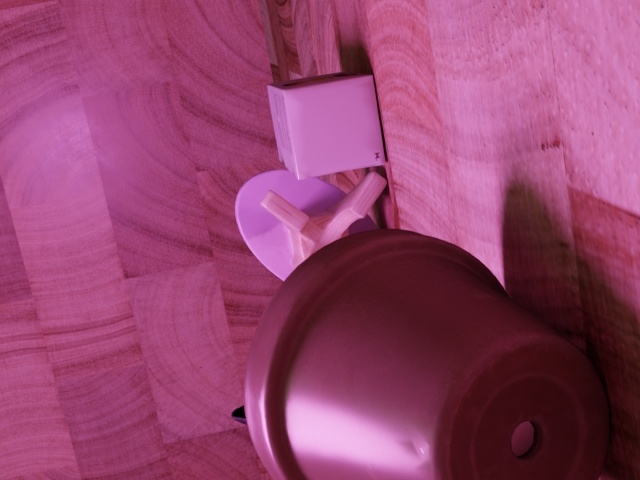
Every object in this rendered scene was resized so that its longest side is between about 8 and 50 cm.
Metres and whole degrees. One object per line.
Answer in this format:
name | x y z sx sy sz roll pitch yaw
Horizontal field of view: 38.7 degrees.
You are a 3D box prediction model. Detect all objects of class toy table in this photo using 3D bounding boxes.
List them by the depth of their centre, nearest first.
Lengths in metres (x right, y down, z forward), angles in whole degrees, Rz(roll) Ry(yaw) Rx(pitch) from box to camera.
toy table | 0.000 0.000 1.419 0.252 0.274 0.161 -67 14 0

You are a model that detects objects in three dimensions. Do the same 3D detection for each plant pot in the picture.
plant pot | 0.099 0.127 0.721 0.229 0.263 0.263 8 111 65

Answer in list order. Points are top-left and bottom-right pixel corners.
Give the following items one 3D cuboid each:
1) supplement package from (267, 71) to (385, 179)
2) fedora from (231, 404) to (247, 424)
supplement package | 0.004 -0.184 1.414 0.244 0.139 0.134 -129 29 -75
fedora | 0.015 0.197 1.377 0.334 0.334 0.153 135 133 -84
